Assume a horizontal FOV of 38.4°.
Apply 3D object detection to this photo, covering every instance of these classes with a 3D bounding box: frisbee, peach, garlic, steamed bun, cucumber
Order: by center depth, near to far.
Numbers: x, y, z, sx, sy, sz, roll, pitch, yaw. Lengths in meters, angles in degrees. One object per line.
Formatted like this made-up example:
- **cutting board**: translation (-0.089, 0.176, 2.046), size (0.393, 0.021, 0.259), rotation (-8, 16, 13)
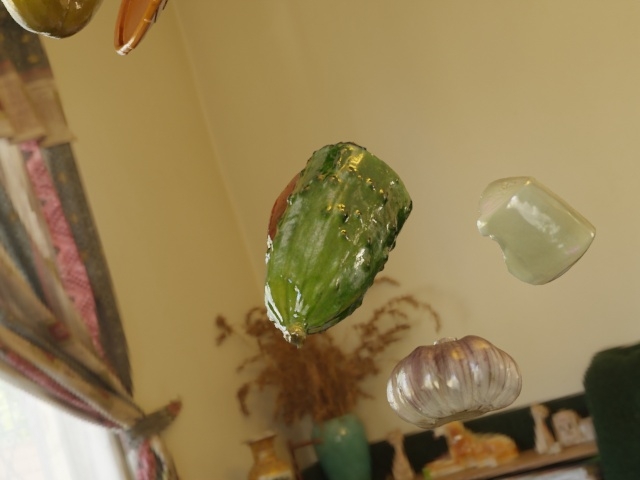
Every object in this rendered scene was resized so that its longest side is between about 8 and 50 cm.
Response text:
- **cucumber**: translation (0.004, 0.018, 0.926), size (0.134, 0.134, 0.244), rotation (-21, 28, 33)
- **garlic**: translation (0.156, 0.166, 1.104), size (0.147, 0.102, 0.159), rotation (8, -28, -44)
- **frisbee**: translation (-0.201, -0.312, 1.117), size (0.035, 0.192, 0.192), rotation (19, -23, -25)
- **peach**: translation (-0.489, -0.490, 1.656), size (0.153, 0.251, 0.251), rotation (-4, 2, 27)
- **steamed bun**: translation (0.408, -0.019, 1.824), size (0.170, 0.225, 0.200), rotation (-49, 1, -6)

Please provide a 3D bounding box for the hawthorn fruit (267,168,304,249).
- **hawthorn fruit**: translation (0.000, 0.000, 1.574), size (0.224, 0.224, 0.261), rotation (-22, 27, 43)
